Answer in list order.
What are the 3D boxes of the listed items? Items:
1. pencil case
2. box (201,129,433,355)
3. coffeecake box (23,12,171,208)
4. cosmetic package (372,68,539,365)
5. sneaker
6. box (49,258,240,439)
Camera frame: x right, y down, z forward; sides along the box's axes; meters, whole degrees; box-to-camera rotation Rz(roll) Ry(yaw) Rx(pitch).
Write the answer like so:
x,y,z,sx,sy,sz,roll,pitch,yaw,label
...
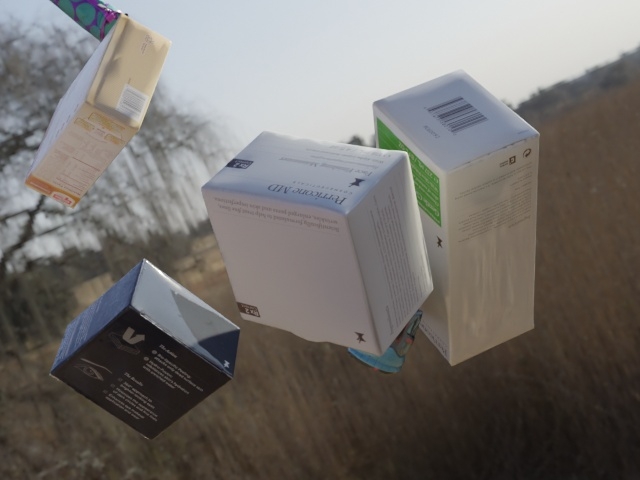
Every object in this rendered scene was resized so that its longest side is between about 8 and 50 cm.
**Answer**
x,y,z,sx,sy,sz,roll,pitch,yaw,label
-0.398,-0.398,1.862,0.064,0.152,0.070,-41,-17,-34,pencil case
0.000,0.000,1.137,0.181,0.182,0.119,12,42,33,box
-0.256,-0.144,1.264,0.185,0.068,0.142,-38,31,46,coffeecake box
0.194,-0.028,1.562,0.155,0.365,0.197,-23,43,-17,cosmetic package
0.098,0.071,1.534,0.125,0.104,0.262,-60,20,24,sneaker
-0.207,0.133,1.325,0.158,0.156,0.093,-38,26,28,box
